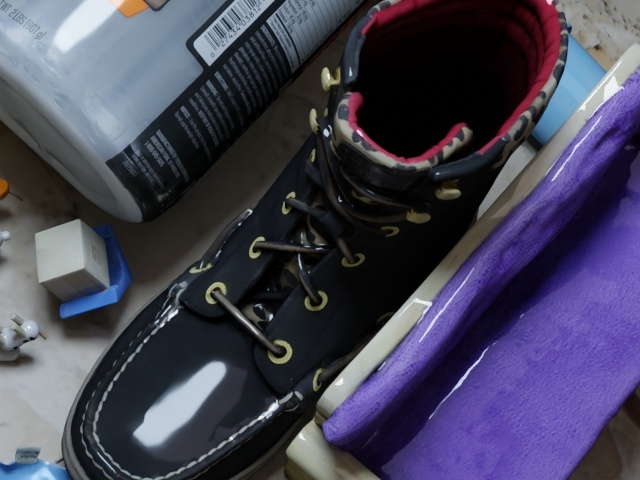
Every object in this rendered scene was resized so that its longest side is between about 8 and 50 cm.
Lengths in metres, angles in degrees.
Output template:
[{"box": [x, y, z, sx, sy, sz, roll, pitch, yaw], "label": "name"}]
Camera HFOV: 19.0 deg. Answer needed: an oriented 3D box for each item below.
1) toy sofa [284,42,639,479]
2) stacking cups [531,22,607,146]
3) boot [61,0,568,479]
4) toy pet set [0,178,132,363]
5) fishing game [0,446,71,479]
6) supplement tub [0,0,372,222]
[{"box": [0.147, 0.056, 1.247, 0.150, 0.177, 0.362, 40, 72, 6], "label": "toy sofa"}, {"box": [0.182, -0.116, 1.428, 0.316, 0.096, 0.096, 44, 61, 10], "label": "stacking cups"}, {"box": [0.000, 0.000, 1.208, 0.377, 0.284, 0.138, -37, 77, -30], "label": "boot"}, {"box": [-0.193, 0.021, 1.292, 0.114, 0.065, 0.122, -17, 61, 15], "label": "toy pet set"}, {"box": [-0.186, 0.219, 1.190, 0.264, 0.041, 0.189, -3, 66, -17], "label": "fishing game"}, {"box": [-0.077, -0.193, 1.291, 0.207, 0.207, 0.338, 41, 78, 8], "label": "supplement tub"}]
